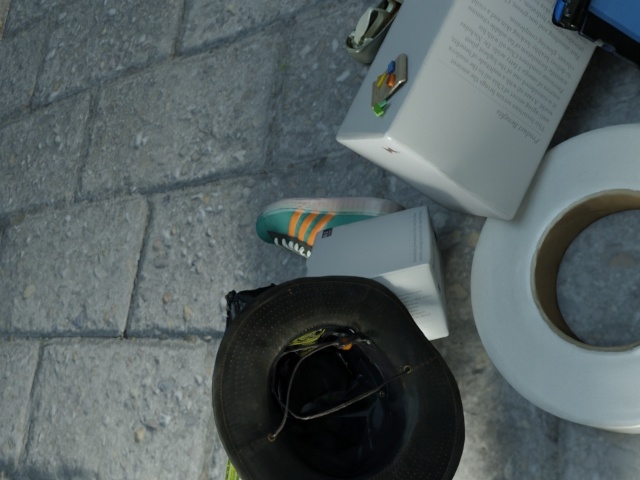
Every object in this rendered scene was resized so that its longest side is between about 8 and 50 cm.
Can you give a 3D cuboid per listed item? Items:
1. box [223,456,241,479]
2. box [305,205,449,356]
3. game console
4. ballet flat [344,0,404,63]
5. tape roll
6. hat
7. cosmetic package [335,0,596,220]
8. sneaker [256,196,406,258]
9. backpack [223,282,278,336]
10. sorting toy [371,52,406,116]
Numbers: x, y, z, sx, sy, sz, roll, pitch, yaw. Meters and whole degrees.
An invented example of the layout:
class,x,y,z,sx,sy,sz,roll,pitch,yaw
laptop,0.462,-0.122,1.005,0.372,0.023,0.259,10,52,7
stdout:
class,x,y,z,sx,sy,sz,roll,pitch,yaw
box,-0.052,0.323,1.167,0.036,0.207,0.114,-8,68,40
box,0.082,0.057,1.122,0.181,0.119,0.181,-14,26,14
game console,0.414,-0.390,0.957,0.173,0.250,0.293,19,87,10
ballet flat,0.122,-0.410,1.391,0.213,0.068,0.072,-51,48,14
tape roll,0.375,0.043,0.985,0.392,0.072,0.392,-17,63,36
hat,0.010,0.215,1.003,0.134,0.331,0.331,130,145,-65
cosmetic package,0.236,-0.282,1.076,0.453,0.230,0.161,-63,24,-5
sneaker,0.000,0.000,1.315,0.302,0.108,0.121,-2,68,40
backpack,-0.093,0.171,1.307,0.116,0.158,0.173,20,101,27
sorting toy,0.083,-0.193,0.985,0.062,0.012,0.083,-40,31,40
